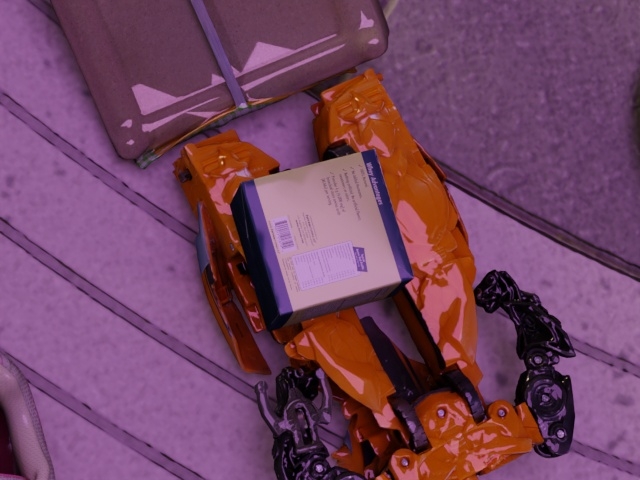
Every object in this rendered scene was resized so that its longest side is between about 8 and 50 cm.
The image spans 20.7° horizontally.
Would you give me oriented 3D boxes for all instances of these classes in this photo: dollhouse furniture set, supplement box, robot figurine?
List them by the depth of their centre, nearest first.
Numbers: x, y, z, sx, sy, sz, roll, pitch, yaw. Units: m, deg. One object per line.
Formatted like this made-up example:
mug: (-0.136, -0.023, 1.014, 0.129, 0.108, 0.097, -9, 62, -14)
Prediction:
supplement box: (0.000, 0.000, 1.035, 0.083, 0.056, 0.083, -15, 81, -13)
robot figurine: (0.034, 0.049, 1.107, 0.211, 0.085, 0.291, -24, 83, -19)
dollhouse furniture set: (-0.097, -0.228, 1.152, 0.198, 0.151, 0.301, -22, 104, -2)

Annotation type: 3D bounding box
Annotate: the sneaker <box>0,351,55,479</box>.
sneaker: (-0.200, 0.173, 0.999, 0.103, 0.111, 0.252, -7, 79, -17)
